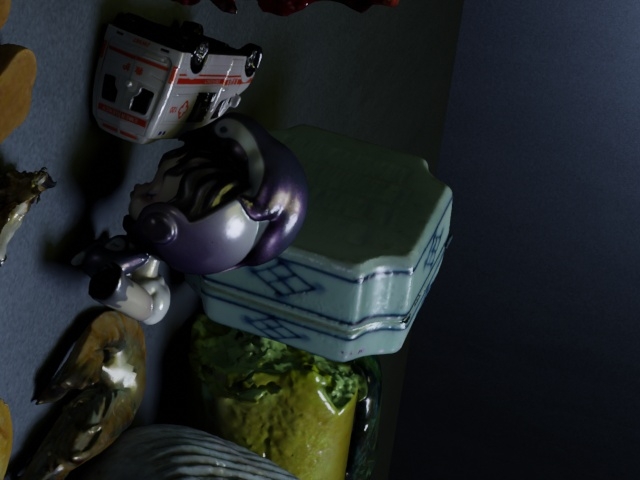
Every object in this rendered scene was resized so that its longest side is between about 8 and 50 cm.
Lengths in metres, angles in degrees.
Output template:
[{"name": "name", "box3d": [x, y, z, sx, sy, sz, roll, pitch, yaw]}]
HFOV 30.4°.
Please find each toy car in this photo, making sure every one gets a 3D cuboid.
[{"name": "toy car", "box3d": [-0.135, -0.153, 1.133, 0.210, 0.089, 0.108, -22, 130, -70]}]

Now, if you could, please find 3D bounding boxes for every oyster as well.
[{"name": "oyster", "box3d": [-0.248, -0.020, 0.903, 0.103, 0.051, 0.148, -47, -178, 14]}]

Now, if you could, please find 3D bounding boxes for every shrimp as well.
[{"name": "shrimp", "box3d": [-0.224, 0.150, 1.157, 0.254, 0.059, 0.145, -41, 140, -66]}]

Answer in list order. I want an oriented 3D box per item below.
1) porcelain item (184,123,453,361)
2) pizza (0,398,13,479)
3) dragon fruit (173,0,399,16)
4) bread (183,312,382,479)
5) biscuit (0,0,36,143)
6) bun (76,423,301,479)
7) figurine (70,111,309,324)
[{"name": "porcelain item", "box3d": [0.000, 0.000, 1.398, 0.281, 0.286, 0.157, -58, 160, -54]}, {"name": "pizza", "box3d": [-0.307, 0.189, 0.867, 0.181, 0.034, 0.262, -60, 162, -1]}, {"name": "dragon fruit", "box3d": [-0.028, -0.377, 1.006, 0.228, 0.286, 0.329, -46, 139, -55]}, {"name": "bread", "box3d": [-0.060, 0.253, 1.488, 0.208, 0.251, 0.376, -50, 152, -54]}, {"name": "biscuit", "box3d": [-0.270, -0.072, 0.811, 0.144, 0.040, 0.236, 74, 34, -51]}, {"name": "bun", "box3d": [-0.112, 0.351, 1.222, 0.211, 0.362, 0.362, -60, 167, 7]}, {"name": "figurine", "box3d": [-0.114, -0.014, 1.100, 0.222, 0.145, 0.145, -43, 166, 5]}]
